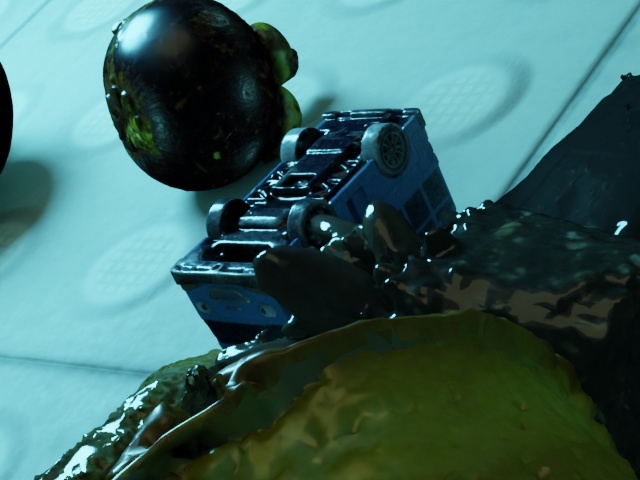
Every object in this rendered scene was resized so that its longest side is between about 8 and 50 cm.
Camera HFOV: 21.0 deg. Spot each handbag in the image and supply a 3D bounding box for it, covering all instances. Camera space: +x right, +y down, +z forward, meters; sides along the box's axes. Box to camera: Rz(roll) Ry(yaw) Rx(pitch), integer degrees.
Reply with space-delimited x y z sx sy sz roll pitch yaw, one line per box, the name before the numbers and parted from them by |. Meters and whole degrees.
handbag | 0.234 -0.040 1.317 0.247 0.080 0.223 -40 31 -19

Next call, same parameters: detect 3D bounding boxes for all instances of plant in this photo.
plant | 0.092 0.063 1.174 0.321 0.181 0.194 7 24 34

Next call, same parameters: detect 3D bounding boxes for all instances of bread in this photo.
bread | 0.043 0.217 0.819 0.337 0.358 0.204 -39 37 -14

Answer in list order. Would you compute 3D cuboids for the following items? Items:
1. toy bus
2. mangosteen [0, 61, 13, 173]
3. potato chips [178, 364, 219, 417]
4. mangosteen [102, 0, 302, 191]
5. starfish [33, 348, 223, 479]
toy bus | 0.000 0.000 1.406 0.116 0.133 0.234 3 38 41
mangosteen | -0.472 -0.125 1.925 0.275 0.275 0.302 -34 -3 -7
potato chips | -0.089 0.204 1.143 0.220 0.202 0.029 -32 -7 1
mangosteen | -0.102 -0.151 1.690 0.217 0.192 0.192 -22 23 -31
starfish | -0.190 0.200 1.326 0.324 0.082 0.432 -32 29 -1
